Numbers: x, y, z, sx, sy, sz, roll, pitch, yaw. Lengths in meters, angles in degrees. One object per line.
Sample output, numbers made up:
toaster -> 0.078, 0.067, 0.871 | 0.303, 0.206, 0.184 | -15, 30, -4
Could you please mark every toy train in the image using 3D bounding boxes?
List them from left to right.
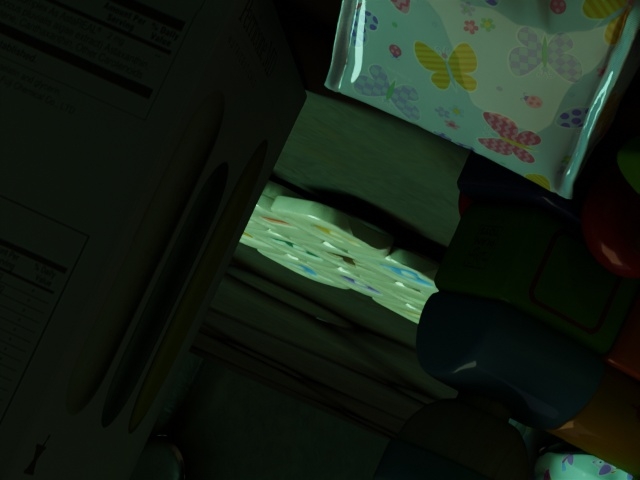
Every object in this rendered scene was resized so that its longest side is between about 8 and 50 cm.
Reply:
toy train -> 0.141, 0.073, 0.714 | 0.248, 0.143, 0.105 | 29, 172, -26

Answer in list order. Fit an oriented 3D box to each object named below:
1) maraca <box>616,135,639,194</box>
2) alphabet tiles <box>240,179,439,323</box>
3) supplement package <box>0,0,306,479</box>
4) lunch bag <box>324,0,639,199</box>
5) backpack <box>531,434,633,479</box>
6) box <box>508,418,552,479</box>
maraca -> 0.155, 0.028, 0.564 | 0.127, 0.099, 0.186 | 4, 133, 56
alphabet tiles -> 0.000, 0.000, 1.160 | 0.284, 0.021, 0.278 | 29, 172, -28
supplement package -> -0.153, 0.001, 0.708 | 0.198, 0.263, 0.199 | 24, 173, 8
lunch bag -> 0.046, -0.061, 0.438 | 0.071, 0.053, 0.083 | 24, 147, 9
backpack -> 0.224, 0.188, 1.260 | 0.182, 0.115, 0.152 | 0, 153, 28
box -> 0.113, 0.159, 1.288 | 0.042, 0.178, 0.109 | 21, 172, 26
